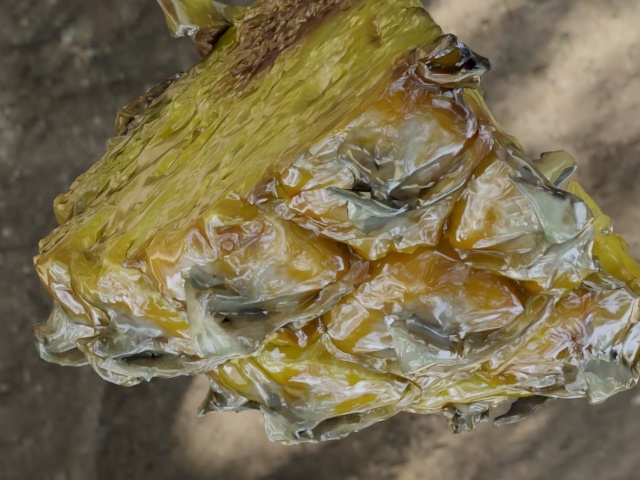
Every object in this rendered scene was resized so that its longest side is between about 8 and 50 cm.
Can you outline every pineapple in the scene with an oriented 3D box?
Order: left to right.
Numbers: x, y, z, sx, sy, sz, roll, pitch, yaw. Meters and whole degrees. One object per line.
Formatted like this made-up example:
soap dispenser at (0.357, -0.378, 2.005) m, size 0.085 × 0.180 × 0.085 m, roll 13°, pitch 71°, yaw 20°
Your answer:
pineapple at (0.004, 0.004, 0.572) m, size 0.158 × 0.334 × 0.161 m, roll 42°, pitch 95°, yaw -20°
